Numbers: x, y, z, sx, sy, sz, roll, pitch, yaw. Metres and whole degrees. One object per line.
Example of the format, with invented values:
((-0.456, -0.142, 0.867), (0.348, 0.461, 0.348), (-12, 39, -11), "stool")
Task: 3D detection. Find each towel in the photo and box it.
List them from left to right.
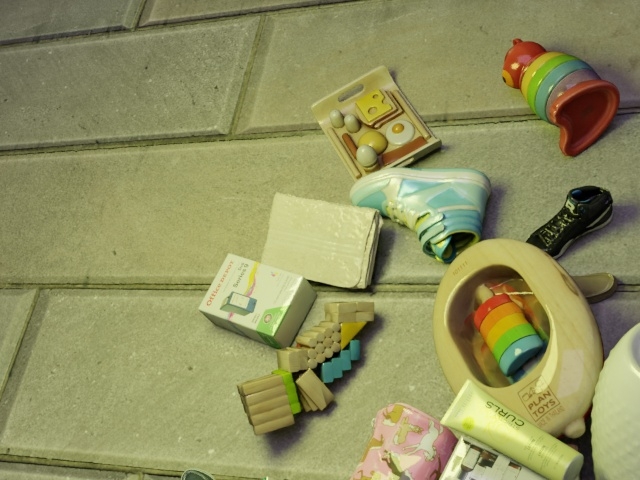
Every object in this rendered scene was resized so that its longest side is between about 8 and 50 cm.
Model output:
((0.000, 0.000, 1.879), (0.282, 0.049, 0.187), (12, 91, 28), "towel")

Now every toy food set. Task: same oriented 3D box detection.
((0.128, -0.279, 2.019), (0.220, 0.092, 0.306), (-30, 54, 2), "toy food set")

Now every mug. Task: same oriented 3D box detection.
((0.597, 0.301, 1.270), (0.276, 0.328, 0.374), (-36, 39, -26), "mug")

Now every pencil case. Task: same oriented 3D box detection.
((0.108, 0.492, 1.511), (0.167, 0.160, 0.386), (-4, 52, 59), "pencil case")

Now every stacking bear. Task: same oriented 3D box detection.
((0.517, -0.352, 1.880), (0.164, 0.175, 0.289), (-35, 46, 0), "stacking bear")

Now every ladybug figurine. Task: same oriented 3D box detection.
((0.376, 0.190, 1.553), (0.305, 0.162, 0.449), (-43, 40, 22), "ladybug figurine")

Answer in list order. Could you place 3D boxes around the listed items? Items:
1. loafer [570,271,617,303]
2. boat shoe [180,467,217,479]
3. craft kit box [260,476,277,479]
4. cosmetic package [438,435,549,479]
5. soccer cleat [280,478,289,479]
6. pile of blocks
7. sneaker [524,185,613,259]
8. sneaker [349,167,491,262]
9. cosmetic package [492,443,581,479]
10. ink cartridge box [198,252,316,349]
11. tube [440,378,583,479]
((0.516, 0.096, 1.660), (0.148, 0.050, 0.056), (-18, 55, 10), "loafer")
((-0.227, 0.512, 1.673), (0.183, 0.083, 0.065), (33, 76, 34), "boat shoe")
((-0.152, 0.590, 1.488), (0.250, 0.061, 0.246), (-35, 49, 17), "craft kit box")
((0.321, 0.419, 1.372), (0.239, 0.060, 0.099), (19, 70, 31), "cosmetic package")
((-0.143, 0.597, 1.578), (0.116, 0.108, 0.318), (9, 66, 30), "soccer cleat")
((-0.024, 0.261, 1.754), (0.362, 0.149, 0.113), (-40, 11, -17), "pile of blocks")
((0.495, -0.043, 1.710), (0.217, 0.121, 0.079), (-33, 53, 0), "sneaker")
((0.207, -0.048, 1.826), (0.319, 0.127, 0.208), (-4, 58, 20), "sneaker")
((0.368, 0.505, 1.417), (0.153, 0.129, 0.296), (-4, 59, 18), "cosmetic package")
((-0.142, 0.136, 1.868), (0.212, 0.093, 0.154), (16, 68, 31), "ink cartridge box")
((0.314, 0.322, 1.384), (0.070, 0.062, 0.240), (-22, 35, -38), "tube")
